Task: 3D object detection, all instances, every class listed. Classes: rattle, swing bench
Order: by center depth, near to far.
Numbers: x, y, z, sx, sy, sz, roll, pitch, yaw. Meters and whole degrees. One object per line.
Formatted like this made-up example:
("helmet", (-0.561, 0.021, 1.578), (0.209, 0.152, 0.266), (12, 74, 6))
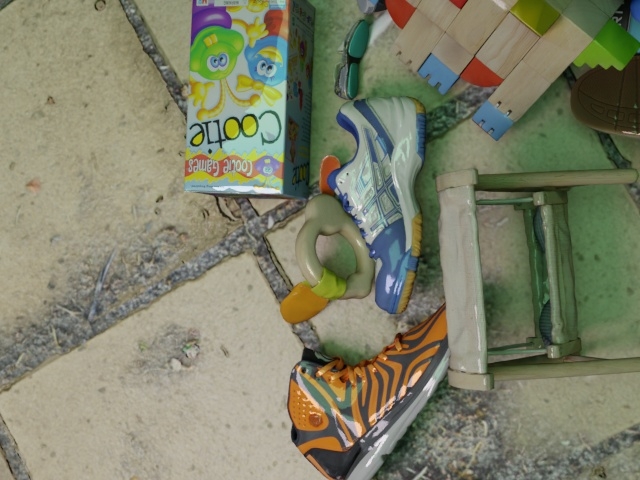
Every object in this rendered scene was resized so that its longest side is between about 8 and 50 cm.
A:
("swing bench", (0.253, 0.043, 1.280), (0.254, 0.165, 0.253), (-2, 88, -22))
("rattle", (0.000, 0.000, 1.462), (0.130, 0.143, 0.200), (-6, 71, -19))

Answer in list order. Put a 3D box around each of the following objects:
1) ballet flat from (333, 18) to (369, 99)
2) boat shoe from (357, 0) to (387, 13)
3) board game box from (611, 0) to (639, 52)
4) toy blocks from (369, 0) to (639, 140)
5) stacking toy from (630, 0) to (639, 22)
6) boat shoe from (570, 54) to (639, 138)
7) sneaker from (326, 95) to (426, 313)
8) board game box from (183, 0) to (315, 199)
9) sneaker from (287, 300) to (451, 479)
("ballet flat", (0.038, -0.255, 1.451), (0.041, 0.041, 0.114), (11, 91, 13))
("boat shoe", (0.066, -0.386, 1.444), (0.040, 0.049, 0.142), (-8, 86, -21))
("board game box", (0.488, -0.353, 1.265), (0.335, 0.079, 0.254), (7, 124, 13))
("toy blocks", (0.188, -0.299, 1.316), (0.381, 0.261, 0.191), (41, 59, 1))
("stacking toy", (0.430, -0.248, 1.175), (0.141, 0.141, 0.330), (-29, 97, 11))
("boat shoe", (0.476, -0.177, 1.315), (0.302, 0.098, 0.109), (-2, 80, 25))
("sneaker", (0.072, -0.048, 1.397), (0.130, 0.112, 0.297), (2, 80, -2))
("board game box", (-0.095, -0.198, 1.425), (0.142, 0.144, 0.276), (2, 89, 13))
("sneaker", (0.065, 0.175, 1.398), (0.180, 0.124, 0.321), (36, 97, 9))
